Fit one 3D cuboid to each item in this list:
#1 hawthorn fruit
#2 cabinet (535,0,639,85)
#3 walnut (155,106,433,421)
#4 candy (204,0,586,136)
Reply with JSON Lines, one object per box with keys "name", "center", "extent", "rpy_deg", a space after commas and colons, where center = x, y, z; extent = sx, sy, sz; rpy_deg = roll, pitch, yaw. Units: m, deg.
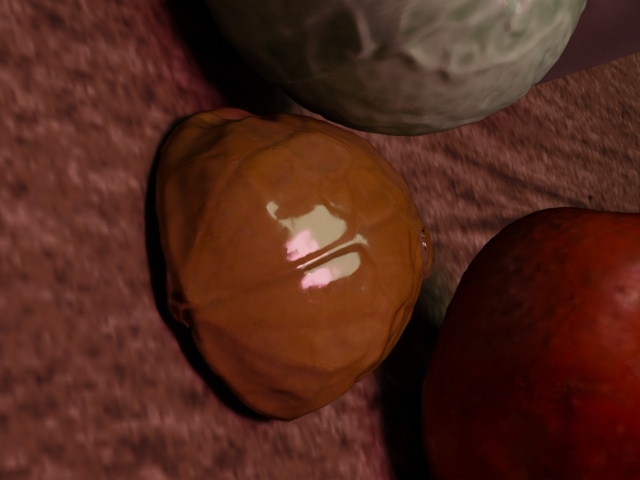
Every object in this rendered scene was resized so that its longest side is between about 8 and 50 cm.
{"name": "hawthorn fruit", "center": [0.096, 0.055, 0.608], "extent": [0.133, 0.133, 0.138], "rpy_deg": [64, 32, -25]}
{"name": "cabinet", "center": [0.103, -0.197, 0.793], "extent": [0.150, 0.145, 0.206], "rpy_deg": [21, 55, -65]}
{"name": "walnut", "center": [0.000, 0.000, 0.506], "extent": [0.091, 0.052, 0.121], "rpy_deg": [70, 19, -2]}
{"name": "candy", "center": [-0.062, -0.212, 0.474], "extent": [0.440, 0.119, 0.119], "rpy_deg": [55, 26, -23]}
